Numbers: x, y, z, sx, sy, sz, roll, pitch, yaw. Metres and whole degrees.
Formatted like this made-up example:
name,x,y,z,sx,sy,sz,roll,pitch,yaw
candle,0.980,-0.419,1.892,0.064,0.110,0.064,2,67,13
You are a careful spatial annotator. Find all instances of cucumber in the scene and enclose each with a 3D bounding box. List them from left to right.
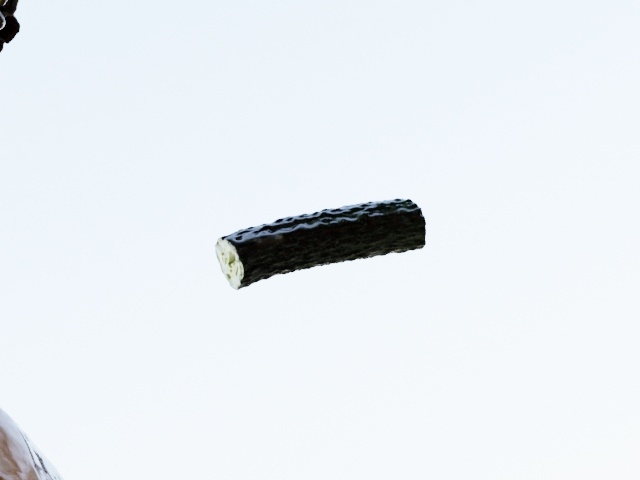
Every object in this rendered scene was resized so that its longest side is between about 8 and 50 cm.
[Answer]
name,x,y,z,sx,sy,sz,roll,pitch,yaw
cucumber,0.000,0.000,1.389,0.187,0.058,0.058,-11,-22,-17

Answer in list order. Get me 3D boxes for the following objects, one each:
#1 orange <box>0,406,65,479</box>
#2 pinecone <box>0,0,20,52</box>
name,x,y,z,sx,sy,sz,roll,pitch,yaw
orange,-0.240,0.176,0.718,0.283,0.284,0.226,3,-41,-38
pinecone,-0.369,-0.239,1.534,0.173,0.174,0.173,-13,-22,-5
